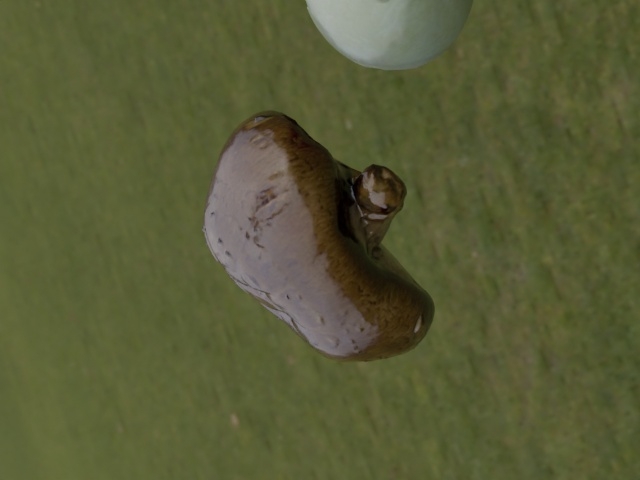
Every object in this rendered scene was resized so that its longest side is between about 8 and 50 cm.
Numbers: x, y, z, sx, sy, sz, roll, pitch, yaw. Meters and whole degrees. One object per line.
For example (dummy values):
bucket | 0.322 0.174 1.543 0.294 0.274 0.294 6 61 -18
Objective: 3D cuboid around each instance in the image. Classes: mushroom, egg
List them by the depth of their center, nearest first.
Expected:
mushroom | -0.011 0.009 1.193 0.231 0.138 0.194 53 158 -10
egg | 0.068 -0.286 1.485 0.183 0.183 0.217 -125 23 -43
